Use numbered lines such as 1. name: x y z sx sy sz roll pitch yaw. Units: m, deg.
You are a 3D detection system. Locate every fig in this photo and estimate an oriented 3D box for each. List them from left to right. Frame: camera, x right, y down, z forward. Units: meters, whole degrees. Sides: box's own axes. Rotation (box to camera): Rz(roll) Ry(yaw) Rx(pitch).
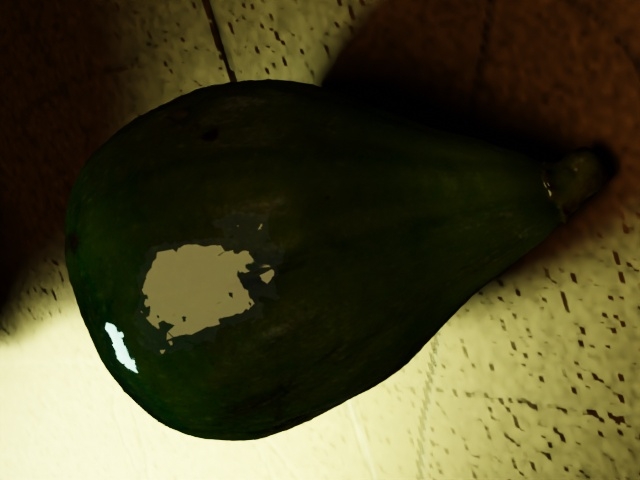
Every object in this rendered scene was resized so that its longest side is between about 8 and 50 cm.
1. fig: 0.000 0.000 0.485 0.177 0.117 0.117 -14 99 37
